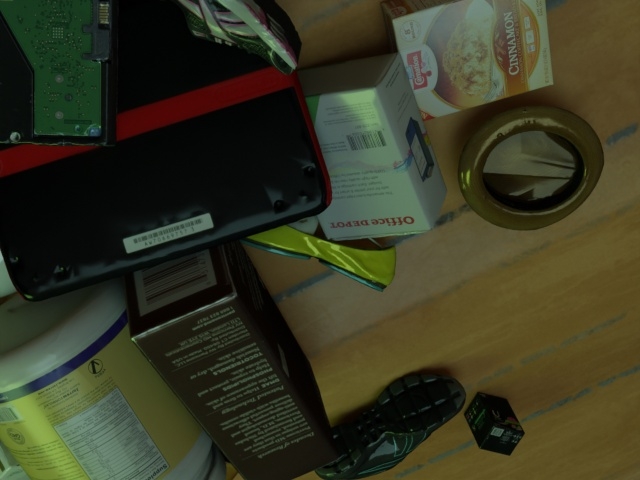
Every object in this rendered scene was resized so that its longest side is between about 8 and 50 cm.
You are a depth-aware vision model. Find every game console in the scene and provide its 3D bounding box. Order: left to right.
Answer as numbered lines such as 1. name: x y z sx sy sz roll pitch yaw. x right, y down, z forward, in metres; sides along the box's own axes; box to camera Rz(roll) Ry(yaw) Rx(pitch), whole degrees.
1. game console: -0.213 -0.142 1.006 0.387 0.060 0.342 -17 98 1

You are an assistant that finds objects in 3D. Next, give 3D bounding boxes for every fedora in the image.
1. fedora: 0.275 -0.107 1.185 0.194 0.079 0.194 -1 120 -2

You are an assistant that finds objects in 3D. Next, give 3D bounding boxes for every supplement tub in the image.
1. supplement tub: -0.287 0.222 1.159 0.241 0.241 0.331 -25 113 5

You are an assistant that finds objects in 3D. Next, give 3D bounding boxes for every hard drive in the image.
1. hard drive: -0.385 -0.220 0.928 0.339 0.064 0.236 1 96 -1

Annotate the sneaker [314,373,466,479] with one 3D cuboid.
1. sneaker: 0.113 0.300 1.408 0.267 0.101 0.106 -29 142 8

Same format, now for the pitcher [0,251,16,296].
1. pitcher: -0.352 -0.014 1.108 0.207 0.125 0.178 -44 131 3

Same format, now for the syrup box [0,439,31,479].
1. syrup box: -0.489 0.340 1.269 0.237 0.096 0.093 -45 161 23

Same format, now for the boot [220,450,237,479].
1. boot: -0.281 0.348 1.355 0.295 0.104 0.211 27 105 -25

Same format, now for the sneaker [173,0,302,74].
1. sneaker: -0.099 -0.238 0.944 0.178 0.072 0.077 43 121 -11

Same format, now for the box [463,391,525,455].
1. box: 0.279 0.295 1.425 0.062 0.083 0.052 17 115 -19

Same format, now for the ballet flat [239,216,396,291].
1. ballet flat: 0.000 0.000 1.206 0.231 0.077 0.077 20 93 -13

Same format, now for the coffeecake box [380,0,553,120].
1. coffeecake box: 0.182 -0.242 1.092 0.186 0.068 0.142 -16 123 0

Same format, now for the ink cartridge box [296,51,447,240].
1. ink cartridge box: 0.050 -0.111 1.098 0.154 0.093 0.212 -5 126 30

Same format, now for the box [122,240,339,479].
1. box: -0.112 0.148 1.161 0.143 0.191 0.381 -22 134 2
